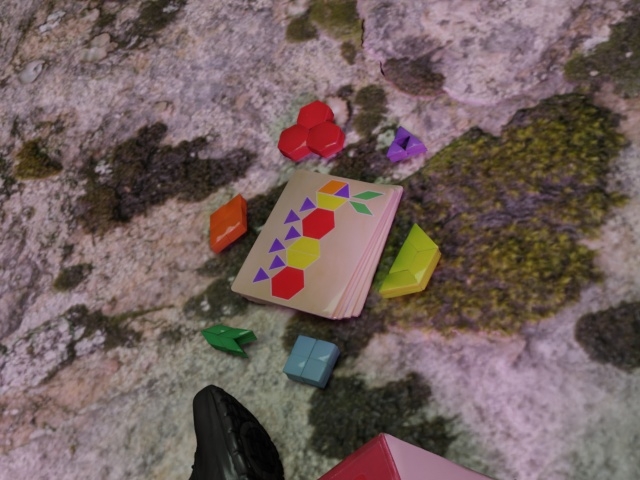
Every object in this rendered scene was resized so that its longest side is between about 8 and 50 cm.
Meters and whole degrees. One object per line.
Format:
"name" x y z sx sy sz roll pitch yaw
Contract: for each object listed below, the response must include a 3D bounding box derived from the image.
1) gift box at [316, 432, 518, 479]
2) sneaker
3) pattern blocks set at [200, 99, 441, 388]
"gift box" 0.063 0.323 0.871 0.276 0.258 0.255 -38 46 25
"sneaker" -0.096 0.265 1.077 0.130 0.109 0.286 -28 48 12
"pattern blocks set" 0.000 0.000 1.262 0.285 0.026 0.325 22 69 35
